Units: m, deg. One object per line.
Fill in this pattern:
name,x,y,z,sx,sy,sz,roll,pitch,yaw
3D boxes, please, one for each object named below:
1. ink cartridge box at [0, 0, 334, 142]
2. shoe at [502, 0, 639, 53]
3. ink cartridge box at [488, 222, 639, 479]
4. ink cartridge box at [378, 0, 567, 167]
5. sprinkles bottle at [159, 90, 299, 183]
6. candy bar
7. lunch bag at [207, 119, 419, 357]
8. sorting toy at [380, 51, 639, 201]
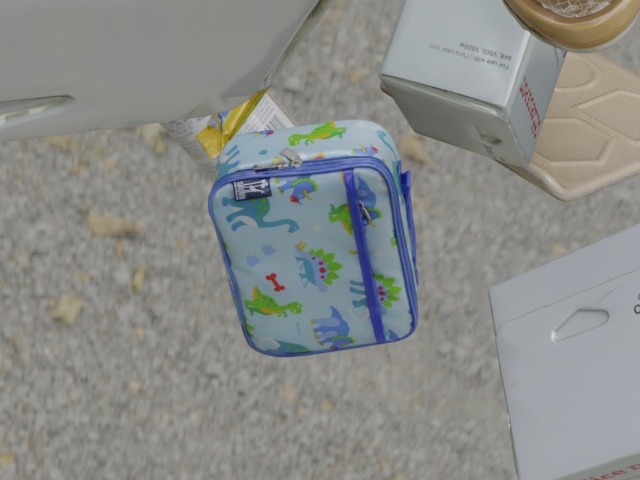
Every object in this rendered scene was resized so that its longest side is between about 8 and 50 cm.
ink cartridge box,-0.126,-0.182,0.533,0.211,0.121,0.289,-10,78,-19
shoe,0.115,-0.154,0.855,0.077,0.058,0.219,-26,41,11
ink cartridge box,0.204,0.080,1.005,0.176,0.128,0.127,17,57,-42
ink cartridge box,0.118,-0.167,1.108,0.087,0.153,0.208,17,83,15
sprinkles bottle,-0.116,-0.144,1.942,0.355,0.121,0.121,48,56,-20
candy bar,-0.037,-0.130,1.230,0.018,0.161,0.040,27,14,-31
lunch bag,0.000,0.000,1.568,0.176,0.219,0.090,-6,37,6
sorting toy,0.177,-0.092,1.307,0.208,0.038,0.193,-17,38,-36
